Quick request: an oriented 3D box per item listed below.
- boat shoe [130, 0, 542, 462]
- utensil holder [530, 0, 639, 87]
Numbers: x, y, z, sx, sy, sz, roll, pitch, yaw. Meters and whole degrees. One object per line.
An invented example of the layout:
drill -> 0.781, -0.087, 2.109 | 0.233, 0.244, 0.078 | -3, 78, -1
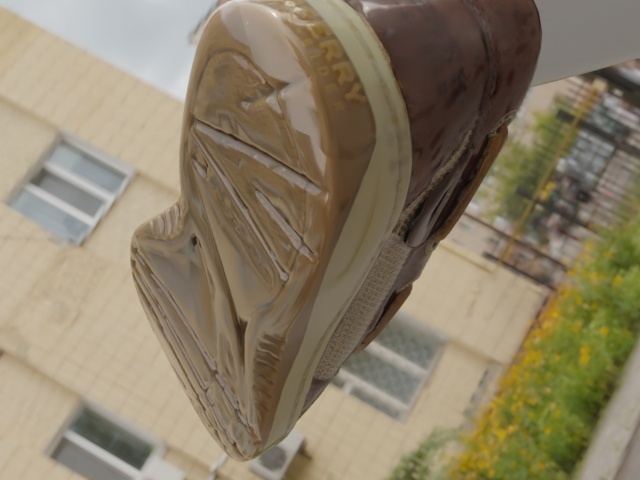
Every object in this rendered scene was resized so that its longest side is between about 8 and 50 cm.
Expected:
boat shoe -> 0.000, 0.000, 0.515 | 0.123, 0.123, 0.342 | -24, -19, -23
utensil holder -> 0.202, -0.278, 0.762 | 0.327, 0.385, 0.328 | -17, -90, -83
